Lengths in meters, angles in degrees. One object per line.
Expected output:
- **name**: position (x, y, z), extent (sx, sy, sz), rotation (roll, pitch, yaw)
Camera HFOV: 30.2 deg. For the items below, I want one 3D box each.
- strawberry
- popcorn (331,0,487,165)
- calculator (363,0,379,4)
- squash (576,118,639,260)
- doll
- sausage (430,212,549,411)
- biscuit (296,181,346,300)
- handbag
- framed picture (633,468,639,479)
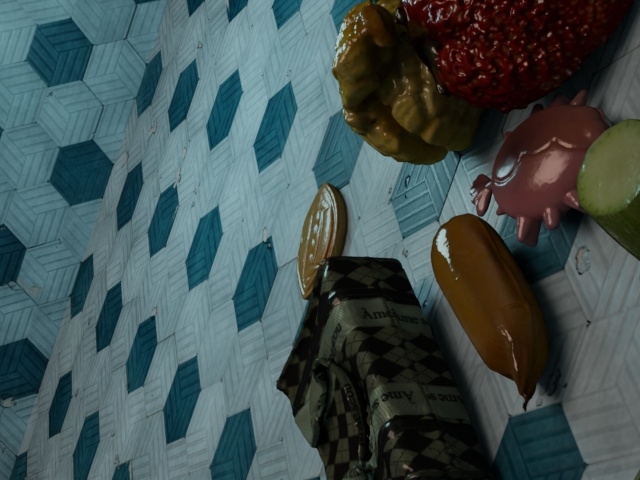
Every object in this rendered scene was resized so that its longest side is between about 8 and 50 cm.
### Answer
- **strawberry**: position (0.256, -0.316, 1.582), extent (0.257, 0.261, 0.261), rotation (-37, 44, 56)
- **popcorn**: position (0.120, -0.237, 1.763), extent (0.225, 0.332, 0.265), rotation (-30, 73, 19)
- **calculator**: position (0.120, -0.475, 1.880), extent (0.386, 0.054, 0.256), rotation (34, -110, -74)
- **squash**: position (0.377, -0.060, 1.341), extent (0.170, 0.122, 0.170), rotation (-41, 37, 40)
- **doll**: position (0.289, -0.097, 1.546), extent (0.262, 0.093, 0.211), rotation (-31, 42, 48)
- **sausage**: position (0.230, 0.092, 1.543), extent (0.112, 0.112, 0.328), rotation (-58, 30, 27)
- **biscuit**: position (0.000, 0.000, 2.132), extent (0.142, 0.028, 0.221), rotation (-8, 67, 61)
- **handbag**: position (0.064, 0.270, 1.710), extent (0.416, 0.180, 0.317), rotation (-111, 37, -45)
- **framed picture**: position (0.386, 0.293, 1.218), extent (0.150, 0.015, 0.203), rotation (-66, 26, 13)
